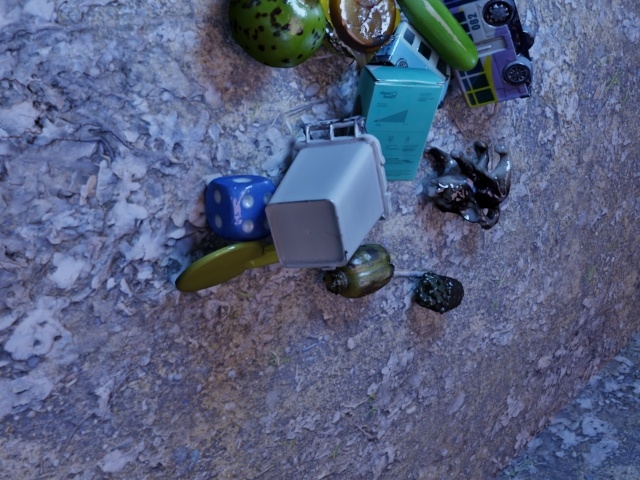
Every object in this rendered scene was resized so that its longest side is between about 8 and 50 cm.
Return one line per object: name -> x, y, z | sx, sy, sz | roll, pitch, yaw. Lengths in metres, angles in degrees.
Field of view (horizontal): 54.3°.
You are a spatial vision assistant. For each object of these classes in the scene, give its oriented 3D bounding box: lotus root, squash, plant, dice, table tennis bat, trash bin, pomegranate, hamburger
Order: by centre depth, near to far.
pomegranate -> -0.083, -0.541, 1.411 | 0.230, 0.231, 0.286 | -2, 135, -40
dice -> -0.195, -0.083, 1.547 | 0.146, 0.143, 0.146 | -9, 112, -38
trash bin -> 0.014, -0.114, 1.548 | 0.368, 0.255, 0.296 | -57, 141, -56
table tennis bat -> -0.201, 0.052, 1.583 | 0.368, 0.224, 0.054 | -14, 70, -44
hamburger -> 0.086, -0.569, 1.589 | 0.243, 0.138, 0.262 | -50, 114, -21
squash -> 0.309, -0.601, 1.703 | 0.378, 0.101, 0.101 | 41, 77, -25
lotus root -> 0.105, 0.100, 1.872 | 0.278, 0.154, 0.154 | -21, 118, -37
plant -> 0.404, 0.182, 2.166 | 0.194, 0.132, 0.129 | 9, 96, -47

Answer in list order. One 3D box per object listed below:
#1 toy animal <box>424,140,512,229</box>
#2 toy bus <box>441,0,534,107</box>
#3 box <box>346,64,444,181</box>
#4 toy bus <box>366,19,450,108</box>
toy animal -> 0.491, -0.167, 2.072 | 0.344, 0.194, 0.303 | -10, 106, -32
toy bus -> 0.473, -0.633, 1.848 | 0.440, 0.249, 0.209 | 55, 40, -39
box -> 0.189, -0.317, 1.710 | 0.205, 0.118, 0.311 | -4, 131, -20
toy bus -> 0.258, -0.503, 1.793 | 0.271, 0.133, 0.165 | 28, 83, -41
